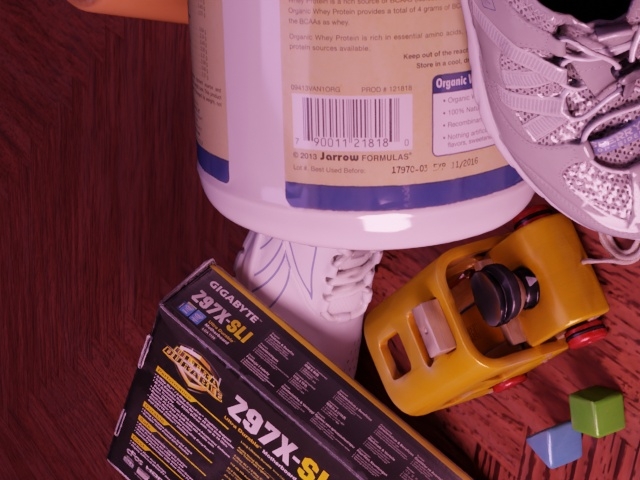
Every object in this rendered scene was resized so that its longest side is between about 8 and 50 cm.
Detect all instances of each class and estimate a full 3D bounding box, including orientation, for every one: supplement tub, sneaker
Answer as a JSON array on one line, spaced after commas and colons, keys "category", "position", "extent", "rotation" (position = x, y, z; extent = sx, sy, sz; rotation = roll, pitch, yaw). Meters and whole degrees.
[{"category": "supplement tub", "position": [0.029, -0.175, 0.800], "extent": [0.228, 0.228, 0.316], "rotation": [28, 125, 52]}, {"category": "sneaker", "position": [0.130, -0.102, 0.667], "extent": [0.281, 0.105, 0.115], "rotation": [57, -179, -28]}, {"category": "sneaker", "position": [0.000, 0.000, 1.049], "extent": [0.129, 0.111, 0.297], "rotation": [18, 118, 49]}]

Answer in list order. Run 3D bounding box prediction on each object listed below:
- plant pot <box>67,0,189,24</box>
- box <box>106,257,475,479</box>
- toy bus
[{"category": "plant pot", "position": [-0.104, -0.289, 1.004], "extent": [0.291, 0.203, 0.291], "rotation": [31, 128, 50]}, {"category": "box", "position": [-0.025, 0.206, 1.083], "extent": [0.322, 0.079, 0.257], "rotation": [39, 137, 13]}, {"category": "toy bus", "position": [0.110, 0.050, 0.879], "extent": [0.191, 0.104, 0.202], "rotation": [32, 129, 50]}]
